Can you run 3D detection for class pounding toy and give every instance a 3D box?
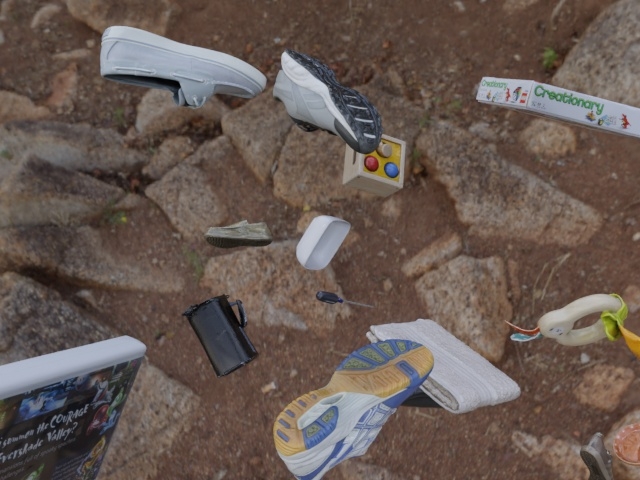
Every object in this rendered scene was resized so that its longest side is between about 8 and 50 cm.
[{"bbox_3d":[0.115,-0.186,1.390,0.130,0.100,0.141,14,71,-24],"label":"pounding toy"}]

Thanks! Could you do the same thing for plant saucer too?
[{"bbox_3d":[0.543,0.348,1.108,0.083,0.013,0.083,-30,23,14],"label":"plant saucer"}]

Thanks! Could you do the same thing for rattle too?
[{"bbox_3d":[0.430,0.176,1.091,0.200,0.130,0.142,-9,64,-7],"label":"rattle"}]

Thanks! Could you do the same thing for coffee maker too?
[{"bbox_3d":[-0.245,0.234,1.567,0.171,0.120,0.178,-18,75,-56],"label":"coffee maker"}]

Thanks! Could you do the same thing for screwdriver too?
[{"bbox_3d":[0.054,0.132,1.369,0.024,0.170,0.025,34,99,47],"label":"screwdriver"}]

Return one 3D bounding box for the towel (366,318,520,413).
[{"bbox_3d":[0.237,0.236,1.283,0.187,0.049,0.282,-2,24,-37],"label":"towel"}]

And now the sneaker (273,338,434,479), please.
[{"bbox_3d":[0.060,0.273,1.057,0.296,0.131,0.112,-28,36,-18],"label":"sneaker"}]

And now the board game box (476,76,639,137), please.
[{"bbox_3d":[0.476,-0.248,1.230,0.305,0.053,0.193,10,13,-16],"label":"board game box"}]

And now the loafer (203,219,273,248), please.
[{"bbox_3d":[-0.176,-0.015,1.387,0.148,0.056,0.050,3,63,-21],"label":"loafer"}]

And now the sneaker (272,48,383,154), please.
[{"bbox_3d":[0.009,-0.222,1.116,0.100,0.108,0.271,1,37,-43],"label":"sneaker"}]

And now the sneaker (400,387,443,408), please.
[{"bbox_3d":[0.277,0.385,1.679,0.286,0.130,0.109,7,62,7],"label":"sneaker"}]

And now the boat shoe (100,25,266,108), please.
[{"bbox_3d":[-0.188,-0.222,0.896,0.228,0.079,0.081,11,83,-22],"label":"boat shoe"}]

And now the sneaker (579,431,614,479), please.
[{"bbox_3d":[0.670,0.534,1.535,0.071,0.188,0.066,-42,32,-26],"label":"sneaker"}]

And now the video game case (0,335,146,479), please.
[{"bbox_3d":[-0.178,0.143,0.342,0.022,0.190,0.173,25,97,15],"label":"video game case"}]

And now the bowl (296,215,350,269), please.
[{"bbox_3d":[0.000,0.000,1.572,0.053,0.142,0.142,34,100,23],"label":"bowl"}]
